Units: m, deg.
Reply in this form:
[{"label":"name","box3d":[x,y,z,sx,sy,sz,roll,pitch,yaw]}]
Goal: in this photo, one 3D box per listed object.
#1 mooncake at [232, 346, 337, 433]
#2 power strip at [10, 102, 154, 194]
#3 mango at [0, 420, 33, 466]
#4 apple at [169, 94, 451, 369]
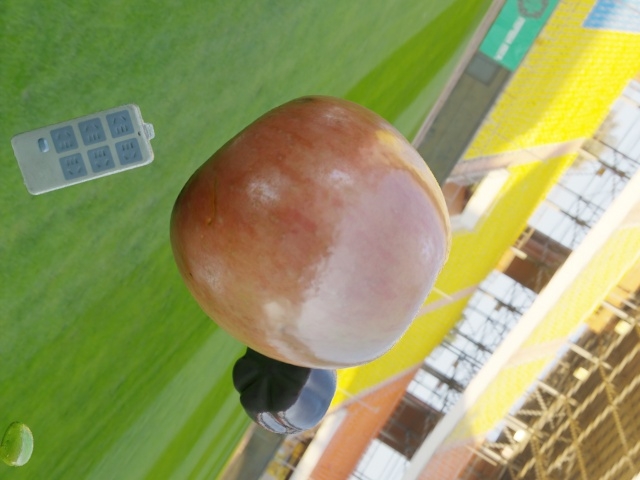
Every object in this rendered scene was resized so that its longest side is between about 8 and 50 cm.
[{"label":"mooncake","box3d":[-0.084,0.316,1.717,0.245,0.245,0.133,-57,140,-12]},{"label":"power strip","box3d":[-0.445,-0.171,1.398,0.046,0.270,0.118,-95,170,-76]},{"label":"mango","box3d":[-0.701,0.469,1.727,0.056,0.073,0.108,-37,132,-75]},{"label":"apple","box3d":[0.000,0.000,0.992,0.364,0.364,0.364,-58,175,-8]}]
